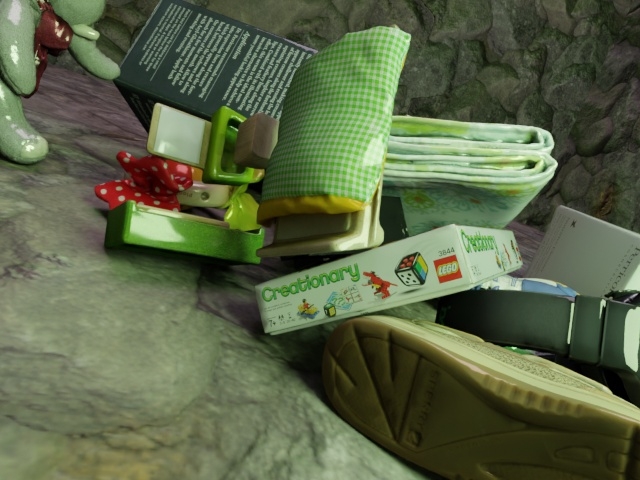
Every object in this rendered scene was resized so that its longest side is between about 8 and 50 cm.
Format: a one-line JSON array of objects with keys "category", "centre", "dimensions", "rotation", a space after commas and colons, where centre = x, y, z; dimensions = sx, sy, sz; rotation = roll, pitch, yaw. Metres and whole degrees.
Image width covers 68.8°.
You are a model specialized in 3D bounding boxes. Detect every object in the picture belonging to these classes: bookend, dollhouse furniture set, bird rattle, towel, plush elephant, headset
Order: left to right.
[{"category": "plush elephant", "centre": [-0.434, -0.325, 0.718], "dimensions": [0.255, 0.330, 0.272], "rotation": [-29, 36, -30]}, {"category": "bird rattle", "centre": [-0.204, -0.070, 0.692], "dimensions": [0.253, 0.143, 0.207], "rotation": [-10, 19, -38]}, {"category": "dollhouse furniture set", "centre": [-0.081, -0.085, 0.445], "dimensions": [0.151, 0.197, 0.301], "rotation": [13, -12, -34]}, {"category": "bookend", "centre": [0.000, 0.000, 0.585], "dimensions": [0.157, 0.072, 0.156], "rotation": [0, -15, -39]}, {"category": "towel", "centre": [0.120, -0.065, 0.694], "dimensions": [0.320, 0.090, 0.374], "rotation": [8, -15, 6]}, {"category": "headset", "centre": [0.310, 0.096, 0.434], "dimensions": [0.394, 0.185, 0.243], "rotation": [12, -17, 20]}]

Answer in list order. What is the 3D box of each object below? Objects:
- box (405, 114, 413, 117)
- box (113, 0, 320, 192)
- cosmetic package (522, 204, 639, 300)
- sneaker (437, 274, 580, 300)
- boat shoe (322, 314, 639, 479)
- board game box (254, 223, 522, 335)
[{"category": "box", "centre": [0.200, -0.105, 0.981], "dimensions": [0.154, 0.142, 0.300], "rotation": [22, -15, 6]}, {"category": "box", "centre": [-0.153, -0.260, 0.963], "dimensions": [0.395, 0.212, 0.293], "rotation": [22, -15, 4]}, {"category": "cosmetic package", "centre": [0.459, 0.085, 0.745], "dimensions": [0.156, 0.217, 0.385], "rotation": [23, 12, 8]}, {"category": "sneaker", "centre": [0.243, 0.092, 0.678], "dimensions": [0.131, 0.112, 0.296], "rotation": [5, 10, -23]}, {"category": "boat shoe", "centre": [0.164, 0.140, 0.325], "dimensions": [0.341, 0.121, 0.110], "rotation": [28, 17, 31]}, {"category": "board game box", "centre": [0.099, 0.037, 0.511], "dimensions": [0.193, 0.053, 0.305], "rotation": [-19, -9, 28]}]
